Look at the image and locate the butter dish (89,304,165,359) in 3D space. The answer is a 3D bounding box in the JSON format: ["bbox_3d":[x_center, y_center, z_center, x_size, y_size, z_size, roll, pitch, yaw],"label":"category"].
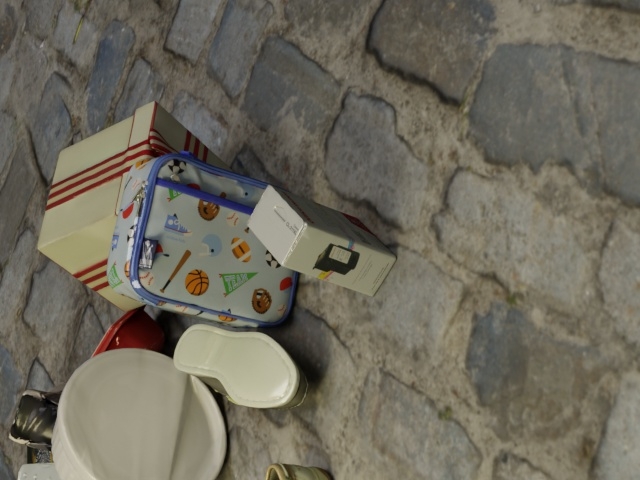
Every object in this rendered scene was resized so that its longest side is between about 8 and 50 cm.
[{"bbox_3d":[-0.322,0.204,2.085,0.159,0.118,0.160,-57,-2,18],"label":"butter dish"}]

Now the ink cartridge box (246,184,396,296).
[{"bbox_3d":[0.000,0.000,1.714,0.072,0.175,0.127,-60,38,14],"label":"ink cartridge box"}]

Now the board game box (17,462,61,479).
[{"bbox_3d":[-0.425,0.580,2.071,0.390,0.050,0.389,-13,68,46],"label":"board game box"}]

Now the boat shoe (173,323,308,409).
[{"bbox_3d":[-0.108,0.199,1.834,0.305,0.091,0.109,12,72,52],"label":"boat shoe"}]

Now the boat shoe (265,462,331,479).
[{"bbox_3d":[-0.042,0.448,1.641,0.105,0.089,0.285,-25,56,42],"label":"boat shoe"}]

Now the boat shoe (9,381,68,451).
[{"bbox_3d":[-0.417,0.328,2.097,0.340,0.158,0.127,48,-120,-85],"label":"boat shoe"}]

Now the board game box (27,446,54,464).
[{"bbox_3d":[-0.521,0.400,2.309,0.126,0.026,0.186,-37,49,35],"label":"board game box"}]

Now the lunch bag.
[{"bbox_3d":[-0.170,-0.003,1.822,0.115,0.303,0.243,-1,74,55],"label":"lunch bag"}]

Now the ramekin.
[{"bbox_3d":[-0.293,0.314,1.882,0.127,0.273,0.272,-50,40,44],"label":"ramekin"}]

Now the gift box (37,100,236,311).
[{"bbox_3d":[-0.280,-0.034,1.989,0.258,0.255,0.276,-22,50,28],"label":"gift box"}]
